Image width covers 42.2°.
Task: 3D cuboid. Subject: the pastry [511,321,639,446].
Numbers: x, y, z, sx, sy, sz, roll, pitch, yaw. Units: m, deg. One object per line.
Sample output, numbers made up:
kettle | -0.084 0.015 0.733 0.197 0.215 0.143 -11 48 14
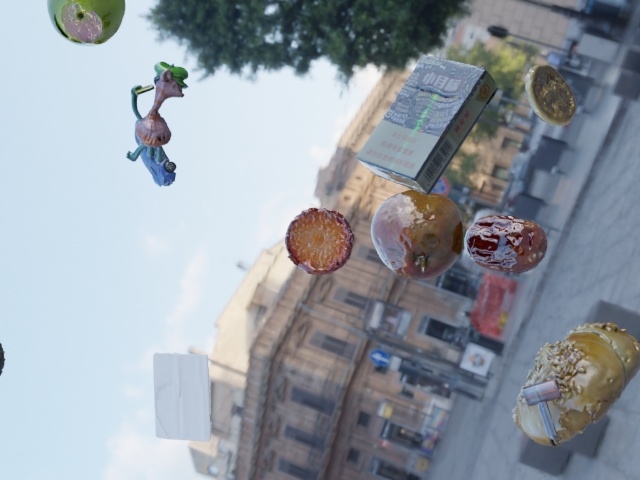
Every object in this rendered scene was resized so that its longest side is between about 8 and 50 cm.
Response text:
pastry | 0.506 0.274 1.664 0.311 0.162 0.255 -29 -15 -51

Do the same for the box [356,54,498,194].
box | 0.247 -0.272 1.926 0.084 0.198 0.310 40 -99 -44

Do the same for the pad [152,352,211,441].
pad | -0.353 0.399 2.114 0.004 0.156 0.232 -23 -67 -75

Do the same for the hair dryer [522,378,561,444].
hair dryer | 0.416 0.315 1.509 0.037 0.063 0.114 19 -127 -63

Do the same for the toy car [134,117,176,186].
toy car | -0.498 -0.257 2.449 0.063 0.216 0.103 -29 2 -31

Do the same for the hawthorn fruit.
hawthorn fruit | 0.289 -0.001 2.406 0.298 0.277 0.277 -88 9 -58

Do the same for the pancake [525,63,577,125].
pancake | 0.533 -0.337 1.912 0.028 0.158 0.158 -27 32 55

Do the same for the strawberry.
strawberry | 0.000 0.000 1.656 0.086 0.145 0.145 28 -98 -78

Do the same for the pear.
pear | -0.541 -0.555 1.931 0.220 0.187 0.187 -87 5 -47

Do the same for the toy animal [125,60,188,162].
toy animal | -0.330 -0.250 1.631 0.100 0.103 0.208 -70 1 -64

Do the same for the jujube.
jujube | 0.550 0.010 2.464 0.174 0.250 0.174 -16 -66 -41

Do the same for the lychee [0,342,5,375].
lychee | -0.886 0.313 2.113 0.171 0.171 0.171 19 -90 -80
